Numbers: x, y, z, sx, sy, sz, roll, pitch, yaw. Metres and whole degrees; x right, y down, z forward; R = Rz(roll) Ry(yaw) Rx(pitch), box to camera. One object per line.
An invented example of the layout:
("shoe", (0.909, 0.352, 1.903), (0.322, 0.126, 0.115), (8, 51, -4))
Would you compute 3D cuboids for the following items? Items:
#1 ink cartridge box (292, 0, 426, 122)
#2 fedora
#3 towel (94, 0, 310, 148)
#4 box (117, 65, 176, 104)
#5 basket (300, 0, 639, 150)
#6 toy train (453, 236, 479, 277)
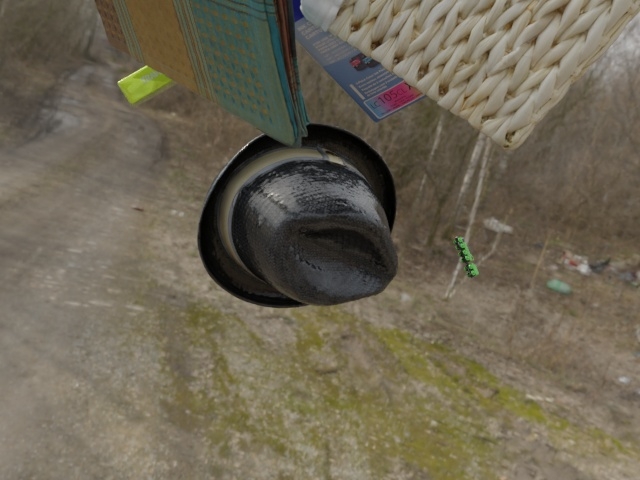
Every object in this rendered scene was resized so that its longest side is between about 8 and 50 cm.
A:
("ink cartridge box", (0.032, -0.426, 1.127), (0.395, 0.151, 0.270), (34, 37, -44))
("fedora", (0.000, 0.000, 0.936), (0.334, 0.334, 0.152), (8, 24, -34))
("towel", (-0.154, -0.275, 0.682), (0.040, 0.271, 0.370), (-36, 50, -27))
("box", (-0.221, -0.266, 1.012), (0.042, 0.178, 0.109), (60, -7, -15))
("basket", (0.206, -0.313, 0.682), (0.266, 0.331, 0.328), (39, 32, 2))
("toy train", (0.275, 0.031, 1.238), (0.024, 0.083, 0.017), (-9, -17, -37))
